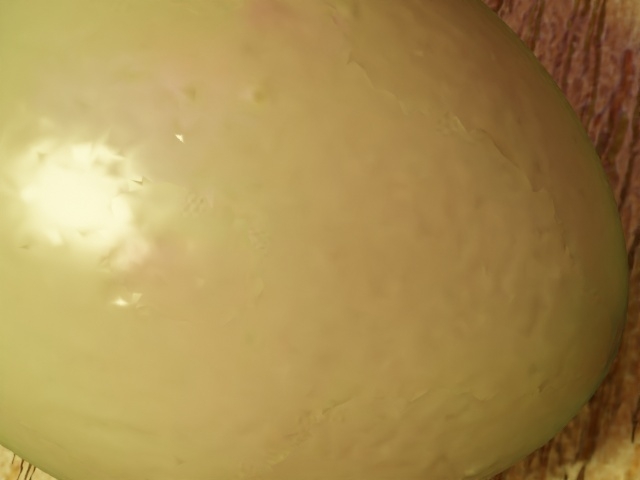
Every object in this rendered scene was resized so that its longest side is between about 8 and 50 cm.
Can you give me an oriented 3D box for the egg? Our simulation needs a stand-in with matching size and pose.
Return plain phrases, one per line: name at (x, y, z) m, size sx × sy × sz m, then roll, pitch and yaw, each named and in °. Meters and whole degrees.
egg at (0.000, 0.000, 0.819) m, size 0.339 × 0.354 × 0.355 m, roll 19°, pitch 77°, yaw 20°
